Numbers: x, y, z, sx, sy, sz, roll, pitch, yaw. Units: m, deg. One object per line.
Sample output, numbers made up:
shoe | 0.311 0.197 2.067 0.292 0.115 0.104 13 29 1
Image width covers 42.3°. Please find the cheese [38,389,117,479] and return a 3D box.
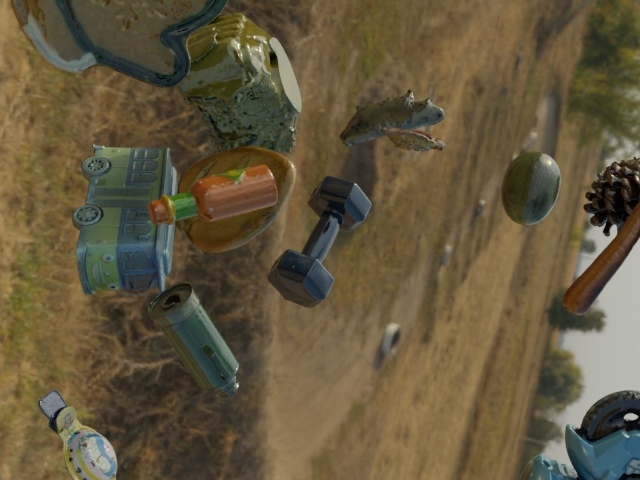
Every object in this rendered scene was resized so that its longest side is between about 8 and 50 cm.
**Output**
cheese | -0.497 0.421 1.708 0.250 0.064 0.156 56 16 -5

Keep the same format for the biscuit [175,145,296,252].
biscuit | -0.164 -0.088 1.558 0.041 0.260 0.203 37 34 -61

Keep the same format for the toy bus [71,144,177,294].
toy bus | -0.395 -0.045 1.689 0.152 0.190 0.312 97 -9 -46

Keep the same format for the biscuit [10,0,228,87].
biscuit | -0.291 -0.368 1.282 0.057 0.344 0.287 -129 -161 -67

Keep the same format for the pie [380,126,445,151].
pie | 0.140 -0.149 1.222 0.170 0.092 0.034 -17 118 -81

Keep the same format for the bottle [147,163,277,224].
bottle | -0.158 -0.061 1.210 0.187 0.069 0.069 -17 128 -24

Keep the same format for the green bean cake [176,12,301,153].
green bean cake | -0.151 -0.289 1.641 0.285 0.202 0.310 -95 163 -60

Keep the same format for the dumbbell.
dumbbell | 0.000 0.000 2.019 0.160 0.144 0.324 51 52 -35

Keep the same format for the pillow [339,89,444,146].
pillow | 0.154 -0.282 1.864 0.051 0.241 0.093 30 47 -71

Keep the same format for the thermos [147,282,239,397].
thermos | -0.170 0.154 1.207 0.187 0.083 0.073 62 34 -30

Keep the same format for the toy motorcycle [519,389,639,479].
toy motorcycle | 0.247 0.265 0.659 0.272 0.182 0.123 60 11 -2

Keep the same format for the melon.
melon | 0.426 -0.110 1.671 0.114 0.114 0.167 70 39 -61

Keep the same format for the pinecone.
pinecone | 0.663 -0.092 1.762 0.186 0.212 0.168 -4 82 -32

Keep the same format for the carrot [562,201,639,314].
carrot | 0.381 0.018 1.073 0.190 0.037 0.037 -51 161 1
